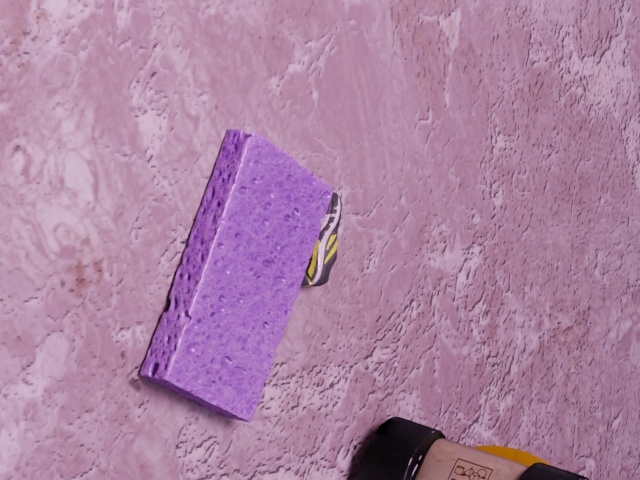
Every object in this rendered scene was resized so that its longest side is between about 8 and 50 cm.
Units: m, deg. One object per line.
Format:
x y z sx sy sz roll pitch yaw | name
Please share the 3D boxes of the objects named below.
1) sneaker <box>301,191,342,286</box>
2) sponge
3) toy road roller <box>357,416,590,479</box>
0.000 0.000 1.362 0.035 0.031 0.083 27 80 -63 | sneaker
-0.063 0.029 1.286 0.117 0.031 0.210 33 72 -48 | sponge
0.125 0.340 1.447 0.330 0.202 0.240 -63 148 -21 | toy road roller
